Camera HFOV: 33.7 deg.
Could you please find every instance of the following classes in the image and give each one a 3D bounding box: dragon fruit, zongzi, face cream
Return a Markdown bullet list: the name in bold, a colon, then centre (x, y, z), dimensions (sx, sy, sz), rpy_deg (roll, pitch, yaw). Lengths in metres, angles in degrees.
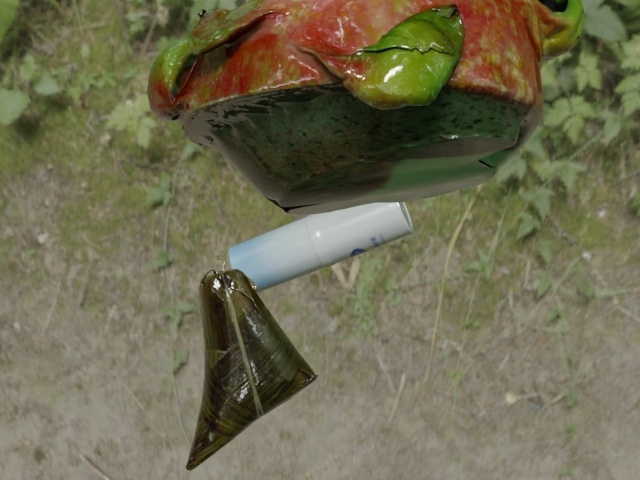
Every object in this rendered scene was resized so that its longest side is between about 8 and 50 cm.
- **dragon fruit**: centre (0.035, -0.101, 0.714), dimensions (0.295, 0.268, 0.130), rpy_deg (-10, 77, 10)
- **zongzi**: centre (-0.124, 0.139, 1.201), dimensions (0.184, 0.084, 0.187), rpy_deg (-36, 106, -13)
- **face cream**: centre (0.000, 0.000, 1.461), dimensions (0.250, 0.077, 0.077), rpy_deg (-21, 60, 12)
